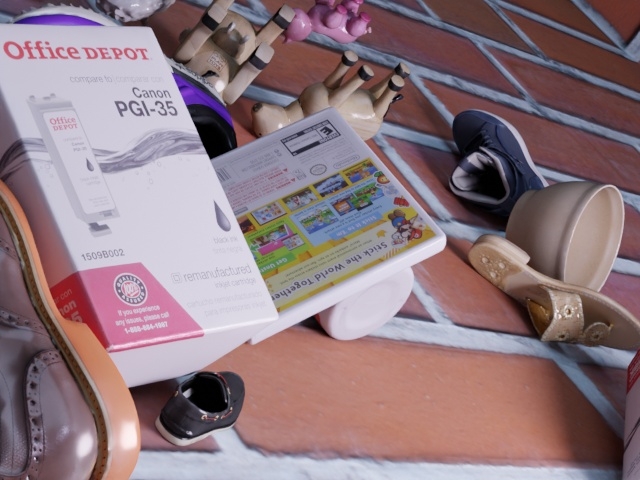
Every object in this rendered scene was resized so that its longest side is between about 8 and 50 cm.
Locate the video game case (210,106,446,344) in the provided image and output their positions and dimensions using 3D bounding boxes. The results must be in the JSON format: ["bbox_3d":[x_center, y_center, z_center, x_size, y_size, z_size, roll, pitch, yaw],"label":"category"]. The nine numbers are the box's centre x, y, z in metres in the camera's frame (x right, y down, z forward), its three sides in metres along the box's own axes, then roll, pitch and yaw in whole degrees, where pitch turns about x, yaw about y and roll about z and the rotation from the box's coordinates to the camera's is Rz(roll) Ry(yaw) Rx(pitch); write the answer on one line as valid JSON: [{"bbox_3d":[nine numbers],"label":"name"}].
[{"bbox_3d":[-0.027,-0.020,1.685,0.227,0.026,0.206,-25,56,-22],"label":"video game case"}]

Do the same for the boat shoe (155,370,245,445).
[{"bbox_3d":[-0.091,0.133,1.435,0.049,0.042,0.133,40,20,10],"label":"boat shoe"}]

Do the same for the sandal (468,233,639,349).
[{"bbox_3d":[0.274,0.088,2.087,0.240,0.088,0.079,33,52,6],"label":"sandal"}]

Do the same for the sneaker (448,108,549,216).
[{"bbox_3d":[0.222,-0.117,2.373,0.163,0.086,0.226,16,31,-49],"label":"sneaker"}]

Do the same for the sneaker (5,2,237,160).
[{"bbox_3d":[-0.194,-0.137,1.742,0.293,0.102,0.146,21,27,-37],"label":"sneaker"}]

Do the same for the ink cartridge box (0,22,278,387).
[{"bbox_3d":[-0.186,-0.028,1.369,0.207,0.117,0.283,-8,69,-52],"label":"ink cartridge box"}]

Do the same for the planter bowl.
[{"bbox_3d":[0.307,-0.008,2.219,0.109,0.162,0.162,19,10,31],"label":"planter bowl"}]

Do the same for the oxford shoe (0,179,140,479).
[{"bbox_3d":[-0.275,0.040,1.228,0.132,0.130,0.364,-7,47,-51],"label":"oxford shoe"}]

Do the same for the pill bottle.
[{"bbox_3d":[0.000,0.000,1.756,0.108,0.108,0.193,8,36,-51],"label":"pill bottle"}]

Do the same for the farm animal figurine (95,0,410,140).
[{"bbox_3d":[-0.089,-0.216,2.009,0.330,0.172,0.327,47,34,4],"label":"farm animal figurine"}]

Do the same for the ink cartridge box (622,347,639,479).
[{"bbox_3d":[0.445,0.223,1.892,0.197,0.114,0.273,26,33,-5],"label":"ink cartridge box"}]
